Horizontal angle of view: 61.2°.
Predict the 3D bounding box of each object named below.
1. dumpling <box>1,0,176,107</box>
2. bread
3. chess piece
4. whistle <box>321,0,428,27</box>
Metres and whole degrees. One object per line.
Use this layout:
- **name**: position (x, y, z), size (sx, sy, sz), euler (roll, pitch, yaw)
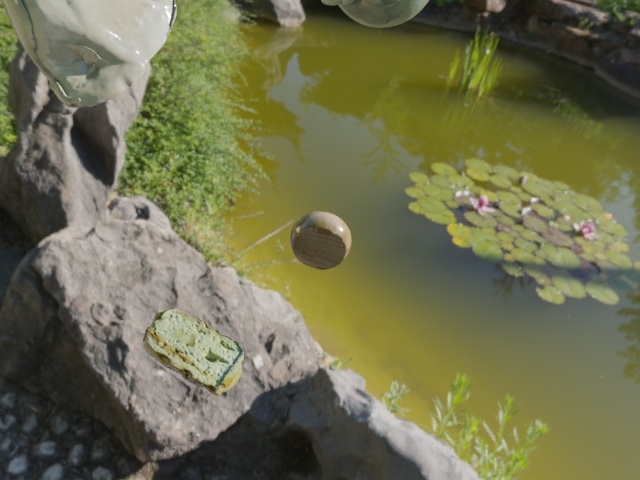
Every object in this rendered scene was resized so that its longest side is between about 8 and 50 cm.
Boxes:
- **dumpling**: position (-0.371, -0.404, 0.868), size (0.260, 0.181, 0.341), euler (-21, 68, -10)
- **bread**: position (-0.277, 0.243, 1.186), size (0.232, 0.088, 0.128), euler (28, 53, 15)
- **chess piece**: position (0.000, 0.000, 0.730), size (0.083, 0.084, 0.038), euler (13, 42, 1)
- **whistle**: position (0.057, -0.256, 0.483), size (0.101, 0.106, 0.253), euler (15, 37, -3)
